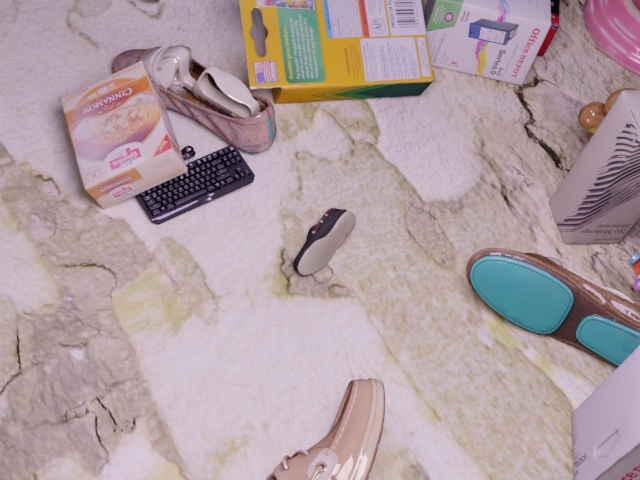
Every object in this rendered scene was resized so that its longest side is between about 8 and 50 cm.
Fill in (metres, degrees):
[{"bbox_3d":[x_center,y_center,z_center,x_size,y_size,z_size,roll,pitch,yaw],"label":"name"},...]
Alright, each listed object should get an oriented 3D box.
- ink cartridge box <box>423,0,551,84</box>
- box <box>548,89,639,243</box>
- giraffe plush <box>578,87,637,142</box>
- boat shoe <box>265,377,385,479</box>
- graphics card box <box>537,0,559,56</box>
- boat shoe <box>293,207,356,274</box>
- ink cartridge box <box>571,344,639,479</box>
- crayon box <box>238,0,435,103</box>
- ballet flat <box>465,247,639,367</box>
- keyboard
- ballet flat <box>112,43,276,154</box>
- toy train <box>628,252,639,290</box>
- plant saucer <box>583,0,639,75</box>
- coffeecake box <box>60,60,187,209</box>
[{"bbox_3d":[0.297,-0.389,1.549,0.213,0.154,0.093,11,53,-4],"label":"ink cartridge box"},{"bbox_3d":[0.467,-0.107,1.308,0.113,0.275,0.094,-2,56,-12],"label":"box"},{"bbox_3d":[0.552,-0.142,1.446,0.210,0.181,0.170,26,57,-37],"label":"giraffe plush"},{"bbox_3d":[-0.012,0.302,1.009,0.110,0.121,0.341,22,55,3],"label":"boat shoe"},{"bbox_3d":[0.366,-0.549,1.716,0.233,0.094,0.370,14,54,-2],"label":"graphics card box"},{"bbox_3d":[0.000,0.001,1.278,0.042,0.048,0.133,18,55,36],"label":"boat shoe"},{"bbox_3d":[0.513,0.263,1.086,0.308,0.223,0.129,12,53,-4],"label":"ink cartridge box"},{"bbox_3d":[0.020,-0.350,1.458,0.323,0.083,0.203,-5,81,-14],"label":"crayon box"},{"bbox_3d":[0.381,0.091,1.263,0.343,0.116,0.124,25,34,5],"label":"ballet flat"},{"bbox_3d":[-0.204,-0.101,1.311,0.180,0.023,0.108,-26,64,-23],"label":"keyboard"},{"bbox_3d":[-0.203,-0.258,1.377,0.316,0.106,0.107,28,57,9],"label":"ballet flat"},{"bbox_3d":[0.547,0.080,1.306,0.166,0.046,0.125,50,29,17],"label":"toy train"},{"bbox_3d":[0.715,-0.457,1.732,0.332,0.084,0.332,6,53,-8],"label":"plant saucer"},{"bbox_3d":[-0.300,-0.161,1.281,0.142,0.068,0.185,-24,60,1],"label":"coffeecake box"}]
